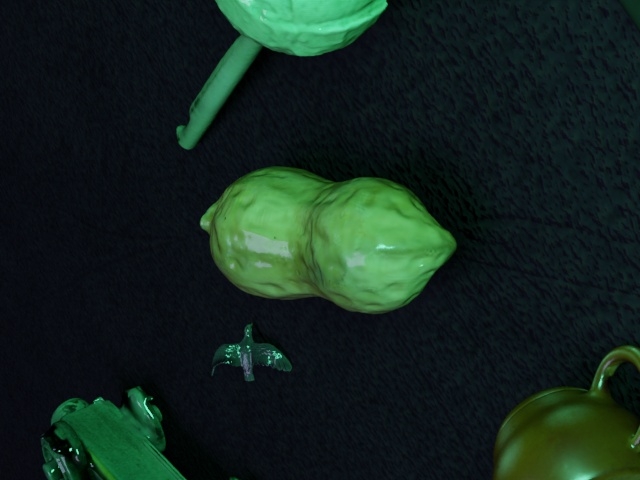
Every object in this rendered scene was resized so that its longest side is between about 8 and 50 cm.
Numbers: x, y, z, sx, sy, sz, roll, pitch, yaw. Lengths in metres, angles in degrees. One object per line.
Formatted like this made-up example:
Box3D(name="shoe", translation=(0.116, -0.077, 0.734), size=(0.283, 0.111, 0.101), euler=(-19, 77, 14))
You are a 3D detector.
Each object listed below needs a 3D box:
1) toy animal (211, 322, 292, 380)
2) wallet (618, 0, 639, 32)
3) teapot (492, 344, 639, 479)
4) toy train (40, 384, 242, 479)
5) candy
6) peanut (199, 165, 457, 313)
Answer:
Box3D(name="toy animal", translation=(-0.064, 0.101, 1.265), size=(0.084, 0.050, 0.028), euler=(-7, 149, 23))
Box3D(name="wallet", translation=(0.187, -0.136, 0.652), size=(0.285, 0.030, 0.146), euler=(57, 154, 12))
Box3D(name="teapot", translation=(0.158, 0.136, 0.868), size=(0.116, 0.116, 0.173), euler=(45, 120, 29))
Box3D(name="toy train", translation=(-0.174, 0.319, 1.527), size=(0.369, 0.150, 0.237), euler=(37, 149, 41))
Box3D(name="candy", translation=(-0.054, -0.135, 0.996), size=(0.119, 0.119, 0.440), euler=(60, 159, 5))
Box3D(name="peanut", translation=(0.000, 0.000, 0.989), size=(0.263, 0.117, 0.101), euler=(10, 116, 52))
